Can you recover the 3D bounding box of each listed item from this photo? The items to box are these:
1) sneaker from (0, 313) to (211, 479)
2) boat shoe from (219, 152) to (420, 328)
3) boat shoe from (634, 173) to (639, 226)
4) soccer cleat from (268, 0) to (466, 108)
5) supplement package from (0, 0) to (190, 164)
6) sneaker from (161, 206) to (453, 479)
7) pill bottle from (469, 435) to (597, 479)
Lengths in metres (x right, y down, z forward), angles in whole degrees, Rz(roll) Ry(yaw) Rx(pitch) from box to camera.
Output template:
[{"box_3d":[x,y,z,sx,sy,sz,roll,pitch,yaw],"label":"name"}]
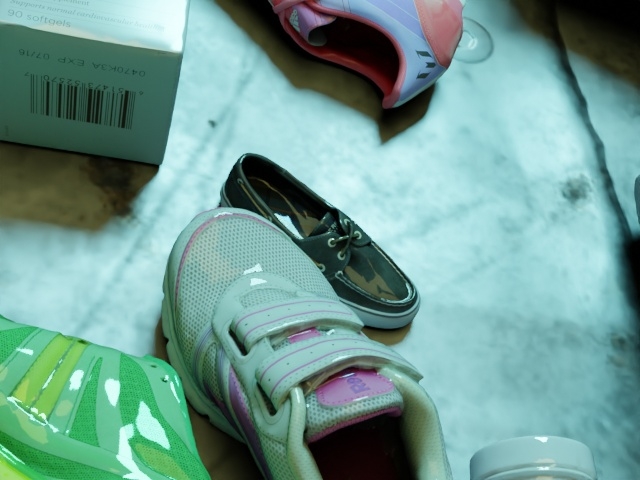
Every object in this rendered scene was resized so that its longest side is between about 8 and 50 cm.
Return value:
[{"box_3d":[-0.137,0.093,0.499,0.295,0.109,0.123,44,34,16],"label":"sneaker"},{"box_3d":[0.000,0.000,0.618,0.142,0.040,0.049,35,55,8],"label":"boat shoe"},{"box_3d":[0.276,0.012,0.543,0.119,0.121,0.335,-21,24,2],"label":"boat shoe"},{"box_3d":[-0.016,-0.186,0.715,0.248,0.083,0.095,35,60,5],"label":"soccer cleat"},{"box_3d":[-0.132,-0.153,0.642,0.105,0.105,0.179,8,56,-10],"label":"supplement package"},{"box_3d":[0.001,0.077,0.526,0.103,0.111,0.252,-21,65,-26],"label":"sneaker"},{"box_3d":[0.109,0.178,0.506,0.086,0.086,0.152,7,56,-11],"label":"pill bottle"}]
